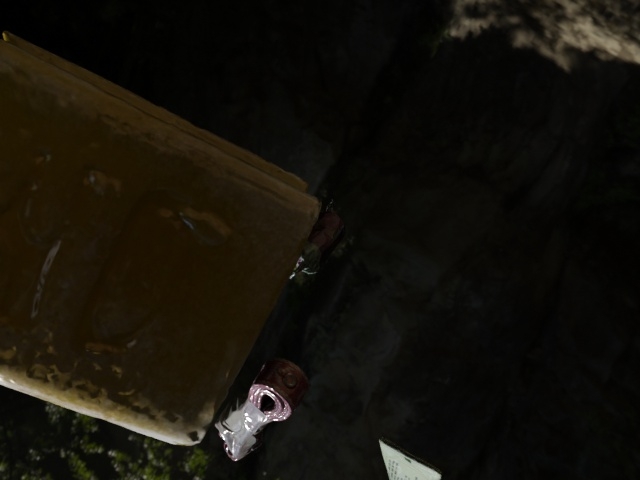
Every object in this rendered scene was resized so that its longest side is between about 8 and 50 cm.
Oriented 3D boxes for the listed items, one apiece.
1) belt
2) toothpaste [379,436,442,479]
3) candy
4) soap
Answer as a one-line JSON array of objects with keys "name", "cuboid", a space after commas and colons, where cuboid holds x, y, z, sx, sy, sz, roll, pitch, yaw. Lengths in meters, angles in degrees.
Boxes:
[{"name": "belt", "cuboid": [-0.081, 0.214, 0.827, 0.071, 0.232, 0.053, 37, -131, 3]}, {"name": "toothpaste", "cuboid": [0.073, 0.195, 0.523, 0.048, 0.197, 0.029, 25, -115, 22]}, {"name": "candy", "cuboid": [0.000, 0.000, 0.825, 0.043, 0.045, 0.175, 20, -144, 10]}, {"name": "soap", "cuboid": [-0.209, 0.007, 0.632, 0.335, 0.293, 0.156, 27, -174, -16]}]
